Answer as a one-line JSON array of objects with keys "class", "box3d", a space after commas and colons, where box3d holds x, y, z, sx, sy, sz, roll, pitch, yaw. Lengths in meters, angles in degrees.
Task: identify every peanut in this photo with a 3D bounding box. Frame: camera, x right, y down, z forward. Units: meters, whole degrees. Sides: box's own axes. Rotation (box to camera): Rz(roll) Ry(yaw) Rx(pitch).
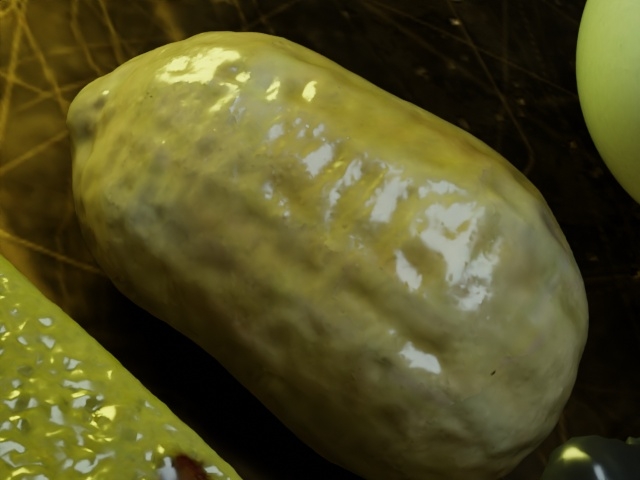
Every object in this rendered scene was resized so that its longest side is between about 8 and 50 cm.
[{"class": "peanut", "box3d": [0.000, 0.000, 0.664, 0.224, 0.129, 0.129, 38, 46, 17]}]

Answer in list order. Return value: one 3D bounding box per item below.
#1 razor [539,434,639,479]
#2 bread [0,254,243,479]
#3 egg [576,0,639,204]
[{"class": "razor", "box3d": [0.204, 0.137, 0.567, 0.327, 0.107, 0.189, 5, 17, -42]}, {"class": "bread", "box3d": [-0.106, 0.092, 0.562, 0.361, 0.077, 0.138, 40, 45, 17]}, {"class": "egg", "box3d": [0.230, -0.081, 0.794, 0.264, 0.183, 0.183, -6, 51, -35]}]
